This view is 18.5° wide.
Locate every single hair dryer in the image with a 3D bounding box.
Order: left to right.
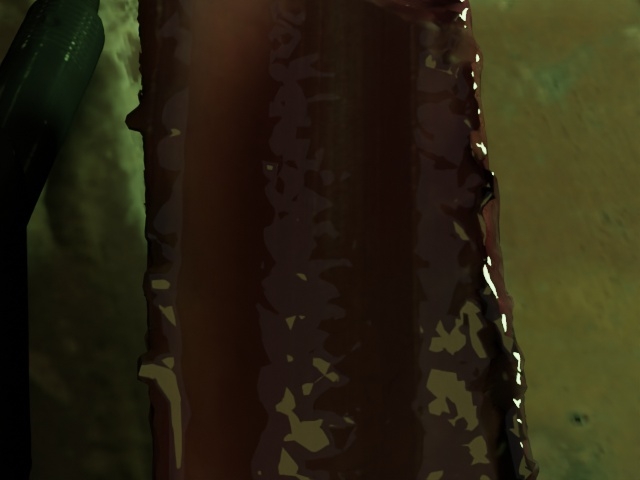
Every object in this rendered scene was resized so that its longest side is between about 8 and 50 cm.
[{"bbox_3d":[-0.110,-0.036,0.659,0.070,0.128,0.255,9,41,2],"label":"hair dryer"}]

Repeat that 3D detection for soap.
[{"bbox_3d":[0.000,0.000,0.596,0.112,0.182,0.289,0,58,-3],"label":"soap"}]
